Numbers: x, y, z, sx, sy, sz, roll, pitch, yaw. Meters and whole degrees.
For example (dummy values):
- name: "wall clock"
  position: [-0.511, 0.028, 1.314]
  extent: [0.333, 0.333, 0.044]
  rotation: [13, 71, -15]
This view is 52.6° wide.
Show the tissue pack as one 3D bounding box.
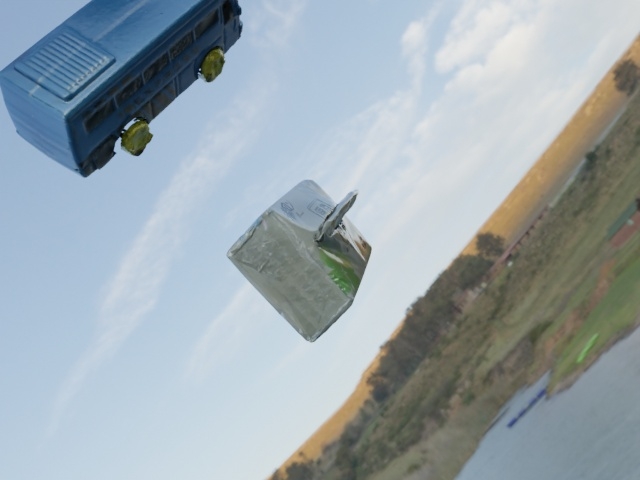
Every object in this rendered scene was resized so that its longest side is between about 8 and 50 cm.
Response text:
- name: "tissue pack"
  position: [0.000, 0.000, 0.874]
  extent: [0.145, 0.159, 0.229]
  rotation: [-42, 4, 18]

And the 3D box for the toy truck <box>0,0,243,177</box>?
- name: "toy truck"
  position: [-0.273, -0.272, 0.958]
  extent: [0.385, 0.161, 0.162]
  rotation: [-51, -14, -28]
